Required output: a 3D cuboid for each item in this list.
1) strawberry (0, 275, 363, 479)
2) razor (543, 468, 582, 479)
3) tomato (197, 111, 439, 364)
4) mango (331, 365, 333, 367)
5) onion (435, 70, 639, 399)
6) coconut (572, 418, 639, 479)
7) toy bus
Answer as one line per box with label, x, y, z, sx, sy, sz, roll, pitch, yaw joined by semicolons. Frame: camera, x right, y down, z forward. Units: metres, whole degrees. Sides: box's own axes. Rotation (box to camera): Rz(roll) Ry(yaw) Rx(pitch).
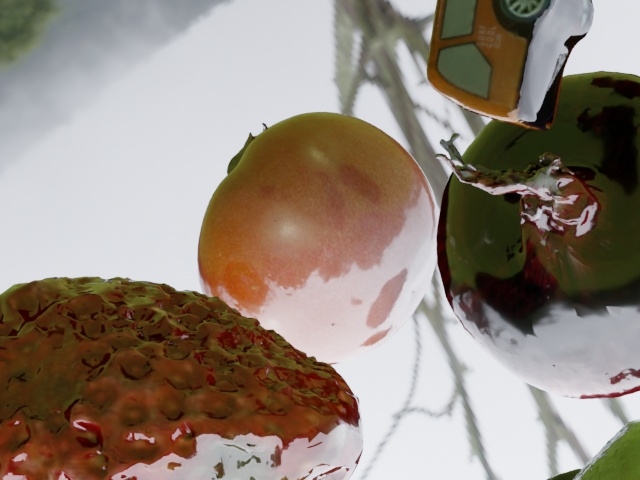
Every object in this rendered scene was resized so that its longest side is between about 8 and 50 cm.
strawberry;-0.136;0.167;1.063;0.291;0.292;0.310;-38;-131;-25
razor;0.355;0.490;1.990;0.113;0.204;0.349;-4;-129;-10
tomato;0.000;0.000;1.462;0.224;0.256;0.256;27;-134;20
mango;-0.048;0.164;1.722;0.138;0.253;0.113;-8;151;-51
onion;0.212;-0.014;1.185;0.273;0.273;0.285;-24;154;21
coconut;0.423;0.316;1.535;0.328;0.281;0.328;-1;167;0
toy bus;0.153;-0.282;1.003;0.092;0.409;0.093;11;-177;29
